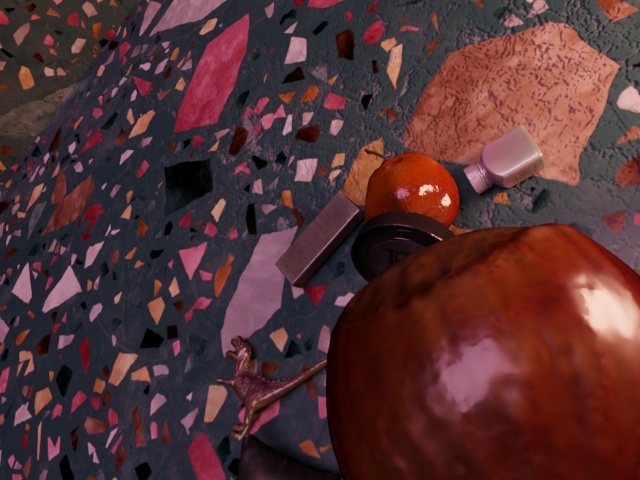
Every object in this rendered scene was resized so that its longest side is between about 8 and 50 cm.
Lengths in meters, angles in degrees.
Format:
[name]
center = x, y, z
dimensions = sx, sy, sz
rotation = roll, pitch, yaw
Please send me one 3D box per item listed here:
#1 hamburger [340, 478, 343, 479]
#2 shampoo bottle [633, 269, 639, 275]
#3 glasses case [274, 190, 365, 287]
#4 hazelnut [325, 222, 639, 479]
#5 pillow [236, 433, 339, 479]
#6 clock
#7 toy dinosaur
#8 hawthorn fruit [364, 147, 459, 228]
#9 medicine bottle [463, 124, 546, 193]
[hamburger]
center = 0.088, 0.438, 0.682
dimensions = 0.245, 0.163, 0.244
rotation = -14, 64, 31
[shampoo bottle]
center = 0.443, 0.069, 0.645
dimensions = 0.205, 0.065, 0.065
rotation = 1, 73, 34
[glasses case]
center = 0.000, 0.000, 0.983
dimensions = 0.205, 0.047, 0.071
rotation = -48, 57, 9
[hazelnut]
center = 0.208, 0.185, 0.572
dimensions = 0.421, 0.352, 0.420
rotation = -4, 61, 8
[pillow]
center = -0.087, 0.482, 0.819
dimensions = 0.186, 0.106, 0.249
rotation = 13, 83, 22
[clock]
center = 0.142, 0.027, 0.797
dimensions = 0.185, 0.184, 0.040
rotation = -5, 43, 33
[toy dinosaur]
center = -0.109, 0.285, 0.937
dimensions = 0.252, 0.072, 0.199
rotation = 3, 66, 44
[hawthorn fruit]
center = 0.150, -0.108, 0.894
dimensions = 0.165, 0.165, 0.285
rotation = -34, 33, 19
[medicine bottle]
center = 0.307, -0.129, 0.819
dimensions = 0.118, 0.055, 0.074
rotation = -31, 58, 19
